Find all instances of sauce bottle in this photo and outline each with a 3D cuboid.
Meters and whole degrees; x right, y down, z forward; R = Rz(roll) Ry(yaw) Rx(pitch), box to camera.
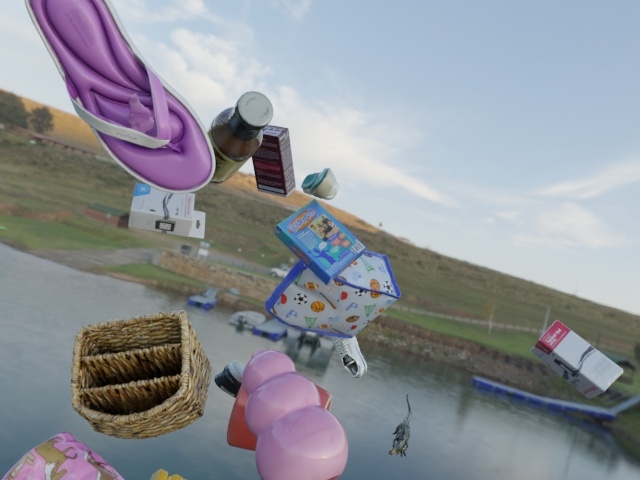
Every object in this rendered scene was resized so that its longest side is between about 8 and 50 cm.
[{"bbox_3d":[-0.189,-0.214,1.061,0.111,0.112,0.344,18,-18,-21],"label":"sauce bottle"}]

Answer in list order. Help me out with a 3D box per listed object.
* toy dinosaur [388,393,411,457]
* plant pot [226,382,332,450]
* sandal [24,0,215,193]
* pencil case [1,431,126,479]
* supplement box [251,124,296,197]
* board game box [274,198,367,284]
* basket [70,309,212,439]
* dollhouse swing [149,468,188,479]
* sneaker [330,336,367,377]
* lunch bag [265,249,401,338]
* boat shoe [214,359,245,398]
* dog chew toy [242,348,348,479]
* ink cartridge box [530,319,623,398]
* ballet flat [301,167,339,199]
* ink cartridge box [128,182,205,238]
[{"bbox_3d":[0.284,0.667,1.737,0.063,0.118,0.268,13,27,12],"label":"toy dinosaur"},{"bbox_3d":[-0.107,0.507,1.474,0.243,0.275,0.275,16,-4,12],"label":"plant pot"},{"bbox_3d":[-0.333,-0.239,0.831,0.416,0.169,0.102,55,0,-26],"label":"sandal"},{"bbox_3d":[-0.318,0.462,0.766,0.386,0.167,0.160,35,-4,8],"label":"pencil case"},{"bbox_3d":[-0.167,-0.276,1.735,0.130,0.073,0.240,15,-47,24],"label":"supplement box"},{"bbox_3d":[0.000,0.000,1.391,0.210,0.160,0.047,44,-34,13],"label":"board game box"},{"bbox_3d":[-0.442,0.330,1.204,0.298,0.223,0.214,-8,37,7],"label":"basket"},{"bbox_3d":[-0.335,0.801,1.477,0.346,0.305,0.315,32,25,-10],"label":"dollhouse swing"},{"bbox_3d":[0.100,0.426,1.961,0.235,0.090,0.094,57,20,15],"label":"sneaker"},{"bbox_3d":[0.031,0.173,1.823,0.385,0.328,0.239,12,43,-32],"label":"lunch bag"},{"bbox_3d":[-0.246,0.511,1.719,0.303,0.091,0.114,51,5,-36],"label":"boat shoe"},{"bbox_3d":[-0.077,0.397,1.137,0.206,0.206,0.332,22,32,-55],"label":"dog chew toy"},{"bbox_3d":[0.527,0.249,1.040,0.150,0.063,0.109,42,-10,26],"label":"ink cartridge box"},{"bbox_3d":[0.010,-0.146,1.341,0.086,0.086,0.248,17,5,-12],"label":"ballet flat"},{"bbox_3d":[-0.369,-0.072,1.230,0.180,0.060,0.104,10,42,-20],"label":"ink cartridge box"}]
